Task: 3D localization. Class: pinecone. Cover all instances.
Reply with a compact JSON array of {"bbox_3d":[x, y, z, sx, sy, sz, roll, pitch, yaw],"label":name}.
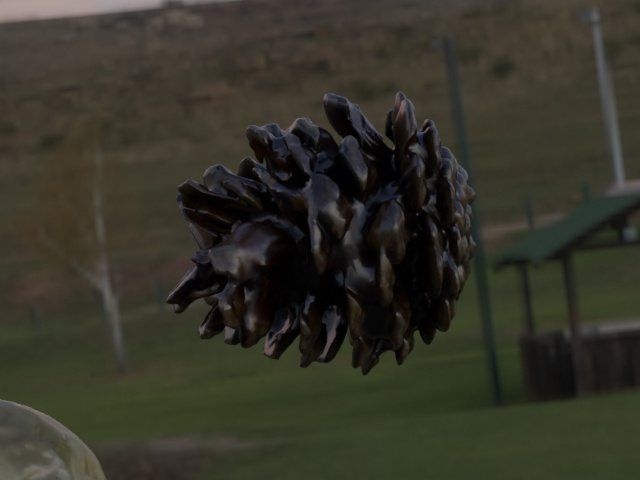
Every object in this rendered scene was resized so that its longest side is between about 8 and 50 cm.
[{"bbox_3d":[0.003,-0.005,1.261,0.204,0.184,0.179,5,-15,-2],"label":"pinecone"}]

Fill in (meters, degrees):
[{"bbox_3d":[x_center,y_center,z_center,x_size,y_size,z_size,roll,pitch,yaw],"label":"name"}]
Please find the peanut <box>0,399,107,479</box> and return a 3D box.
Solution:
[{"bbox_3d":[-0.238,0.165,1.270,0.159,0.291,0.143,-48,-8,9],"label":"peanut"}]
